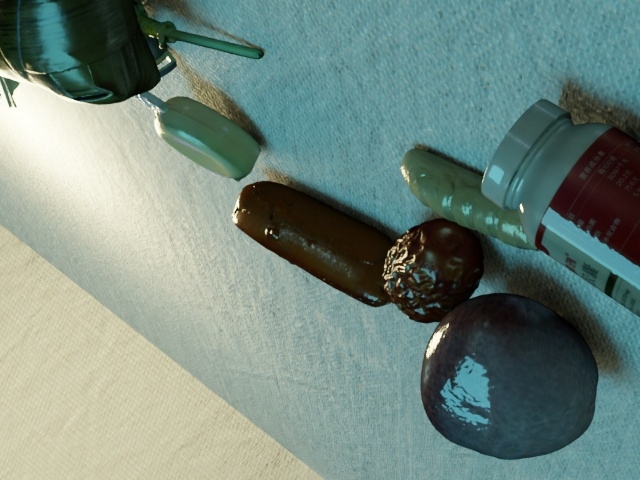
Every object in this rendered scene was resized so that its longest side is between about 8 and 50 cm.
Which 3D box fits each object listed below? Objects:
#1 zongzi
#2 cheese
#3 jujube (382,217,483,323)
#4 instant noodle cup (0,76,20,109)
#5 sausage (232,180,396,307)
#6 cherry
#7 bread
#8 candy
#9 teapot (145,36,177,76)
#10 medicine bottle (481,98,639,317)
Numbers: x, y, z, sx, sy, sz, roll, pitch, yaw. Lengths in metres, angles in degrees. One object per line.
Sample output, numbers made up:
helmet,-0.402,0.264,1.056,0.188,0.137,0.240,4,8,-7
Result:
zongzi,-0.357,-0.305,1.873,0.300,0.138,0.286,11,127,38
cheese,-0.187,-0.161,2.075,0.227,0.064,0.137,32,168,-22
jujube,0.139,0.034,1.860,0.112,0.109,0.176,6,156,-8
instant noodle cup,-0.584,-0.322,2.632,0.179,0.070,0.157,37,162,16
sausage,0.000,0.000,2.087,0.330,0.102,0.102,29,159,40
cherry,0.225,0.164,1.831,0.213,0.184,0.266,-4,147,11
bread,0.169,-0.038,1.685,0.214,0.053,0.073,29,163,35
candy,-0.185,-0.261,1.916,0.305,0.083,0.091,18,-166,33
teapot,-0.237,-0.248,2.054,0.088,0.057,0.066,36,164,16
medicine bottle,0.274,-0.016,1.362,0.250,0.131,0.131,35,163,19
